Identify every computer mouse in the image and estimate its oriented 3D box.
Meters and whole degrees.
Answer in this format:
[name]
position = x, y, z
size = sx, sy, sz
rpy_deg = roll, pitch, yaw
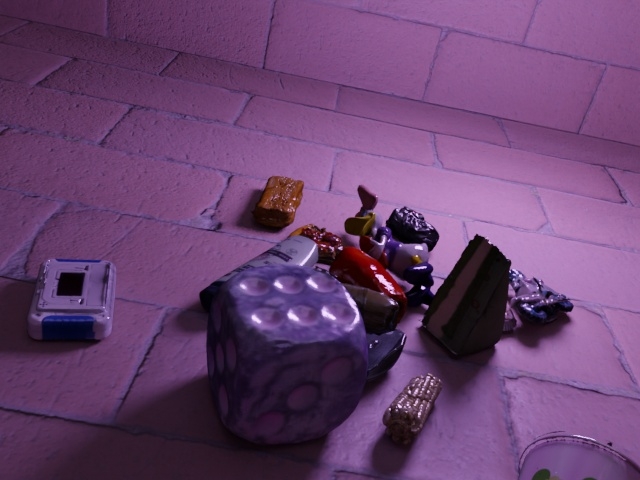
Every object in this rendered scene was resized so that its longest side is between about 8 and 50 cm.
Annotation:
[computer mouse]
position = 0.115, 0.271, 1.598
size = 0.126, 0.071, 0.231
rpy_deg = 17, 34, 35

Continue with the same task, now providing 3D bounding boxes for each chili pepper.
[chili pepper]
position = 0.095, 0.087, 1.842
size = 0.134, 0.131, 0.338
rpy_deg = -6, 34, -31

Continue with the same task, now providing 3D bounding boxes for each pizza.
[pizza]
position = 0.000, 0.000, 2.019
size = 0.193, 0.053, 0.201
rpy_deg = 11, 26, 6

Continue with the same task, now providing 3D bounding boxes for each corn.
[corn]
position = 0.197, 0.349, 1.480
size = 0.087, 0.087, 0.211
rpy_deg = 22, 29, 16

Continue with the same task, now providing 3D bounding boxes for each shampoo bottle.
[shampoo bottle]
position = -0.142, 0.090, 1.771
size = 0.134, 0.078, 0.359
rpy_deg = 15, 30, 34

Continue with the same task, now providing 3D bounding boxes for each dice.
[dice]
position = -0.074, 0.225, 1.397
size = 0.270, 0.271, 0.270
rpy_deg = -1, 33, -22

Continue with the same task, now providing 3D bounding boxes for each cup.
[cup]
position = 0.413, 0.506, 1.159
size = 0.253, 0.253, 0.274
rpy_deg = 26, 41, 23

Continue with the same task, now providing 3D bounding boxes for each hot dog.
[hot dog]
position = 0.473, 0.177, 1.905
size = 0.108, 0.059, 0.191
rpy_deg = 5, 33, -8

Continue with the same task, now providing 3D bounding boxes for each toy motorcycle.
[toy motorcycle]
position = 0.584, 0.154, 1.946
size = 0.204, 0.108, 0.239
rpy_deg = 41, 15, 33

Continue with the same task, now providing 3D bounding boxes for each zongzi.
[zongzi]
position = 0.090, 0.173, 1.644
size = 0.221, 0.112, 0.242
rpy_deg = 13, -10, 20

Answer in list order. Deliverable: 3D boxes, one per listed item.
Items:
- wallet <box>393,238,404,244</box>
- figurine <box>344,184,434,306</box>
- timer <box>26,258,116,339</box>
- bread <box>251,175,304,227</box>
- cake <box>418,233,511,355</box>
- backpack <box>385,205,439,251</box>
[wallet]
position = 0.231, 0.046, 2.065
size = 0.124, 0.032, 0.183
rpy_deg = -18, 42, -37
[figurine]
position = 0.195, 0.013, 1.958
size = 0.193, 0.154, 0.421
rpy_deg = -22, 48, -29
[timer]
position = -0.563, 0.124, 1.582
size = 0.178, 0.078, 0.253
rpy_deg = 2, 32, -16
[bread]
position = -0.133, -0.126, 2.175
size = 0.139, 0.077, 0.271
rpy_deg = 9, 28, 1
[cake]
position = 0.409, 0.135, 1.751
size = 0.172, 0.284, 0.158
rpy_deg = 8, 26, -42
[backpack]
position = 0.289, -0.035, 2.139
size = 0.165, 0.106, 0.120
rpy_deg = 27, -5, 16
